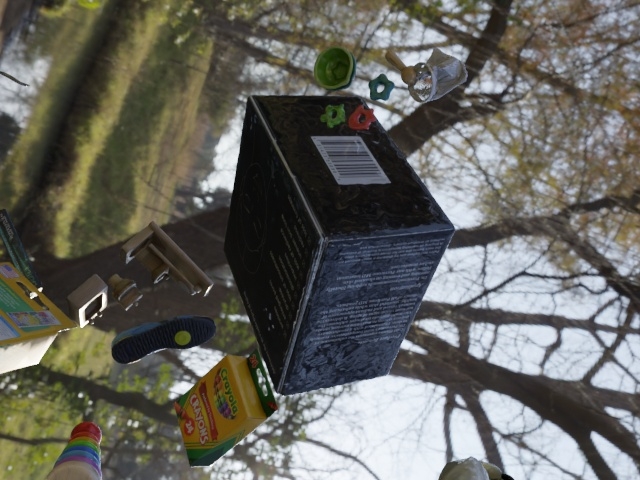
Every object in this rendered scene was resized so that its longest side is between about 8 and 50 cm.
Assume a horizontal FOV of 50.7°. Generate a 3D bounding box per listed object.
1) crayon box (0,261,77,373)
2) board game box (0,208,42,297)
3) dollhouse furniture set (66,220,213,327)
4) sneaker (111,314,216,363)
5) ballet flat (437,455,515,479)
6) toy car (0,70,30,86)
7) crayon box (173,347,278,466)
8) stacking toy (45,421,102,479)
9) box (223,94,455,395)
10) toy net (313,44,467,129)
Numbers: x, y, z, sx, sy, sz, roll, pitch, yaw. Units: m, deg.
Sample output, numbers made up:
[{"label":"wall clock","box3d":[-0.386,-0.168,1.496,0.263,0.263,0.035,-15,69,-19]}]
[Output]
[{"label":"crayon box","box3d":[-0.595,0.134,1.132,0.083,0.203,0.323,-54,166,12]},{"label":"board game box","box3d":[-0.658,0.032,1.467,0.186,0.026,0.126,65,-27,0]},{"label":"dollhouse furniture set","box3d":[-0.260,0.086,0.971,0.151,0.123,0.144,-44,178,-27]},{"label":"sneaker","box3d":[-0.314,0.184,1.349,0.082,0.210,0.069,-119,-165,-71]},{"label":"ballet flat","box3d":[0.207,0.349,0.916,0.095,0.280,0.096,-24,-120,22]},{"label":"toy car","box3d":[-0.469,-0.197,0.860,0.155,0.189,0.148,-33,129,-55]},{"label":"crayon box","box3d":[-0.268,0.459,1.872,0.318,0.081,0.202,-44,-129,24]},{"label":"stacking toy","box3d":[-0.671,0.612,1.890,0.330,0.141,0.141,-142,-109,-74]},{"label":"box","box3d":[0.000,0.000,1.509,0.479,0.298,0.471,-117,-147,-40]},{"label":"toy net","box3d":[0.097,-0.228,0.995,0.232,0.045,0.122,4,-94,30]}]
